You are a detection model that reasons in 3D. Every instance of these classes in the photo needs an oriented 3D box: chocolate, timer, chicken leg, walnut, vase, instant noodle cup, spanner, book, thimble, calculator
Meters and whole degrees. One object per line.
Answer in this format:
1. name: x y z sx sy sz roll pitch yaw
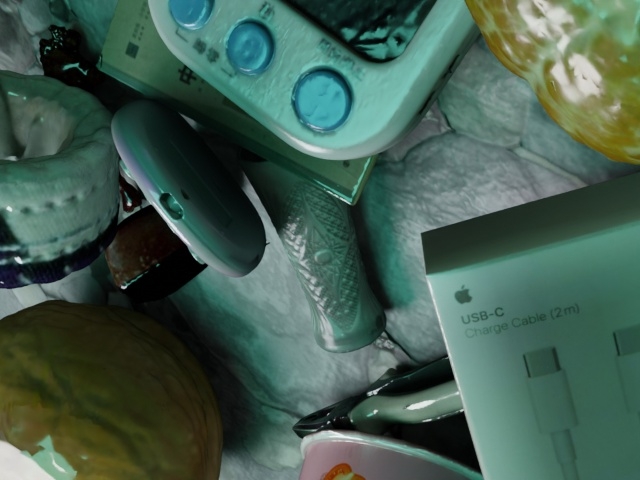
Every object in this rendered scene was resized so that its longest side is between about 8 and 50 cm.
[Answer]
1. chocolate: -0.183 0.008 1.127 0.080 0.125 0.148 60 141 11
2. timer: 0.002 -0.204 0.808 0.262 0.087 0.237 38 109 13
3. chicken leg: -0.255 -0.129 1.128 0.089 0.048 0.219 11 124 36
4. walnut: -0.266 0.222 1.211 0.332 0.333 0.333 19 128 26
5. vase: 0.000 0.000 0.994 0.096 0.096 0.219 1 122 37
6. instant noodle cup: 0.055 0.340 1.023 0.242 0.231 0.243 17 153 9
7. spanner: 0.082 0.156 1.029 0.324 0.095 0.040 -26 100 44
8. book: -0.047 -0.185 0.892 0.282 0.025 0.215 27 105 17
9. thimble: -0.311 -0.068 1.032 0.237 0.237 0.150 25 126 22
10. calculator: -0.114 -0.051 0.945 0.041 0.299 0.185 -38 97 6

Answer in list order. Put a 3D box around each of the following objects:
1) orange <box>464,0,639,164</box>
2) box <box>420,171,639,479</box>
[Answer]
1. orange: 0.232 -0.194 0.575 0.329 0.249 0.329 20 133 23
2. box: 0.208 0.091 0.826 0.203 0.106 0.252 -14 109 9
